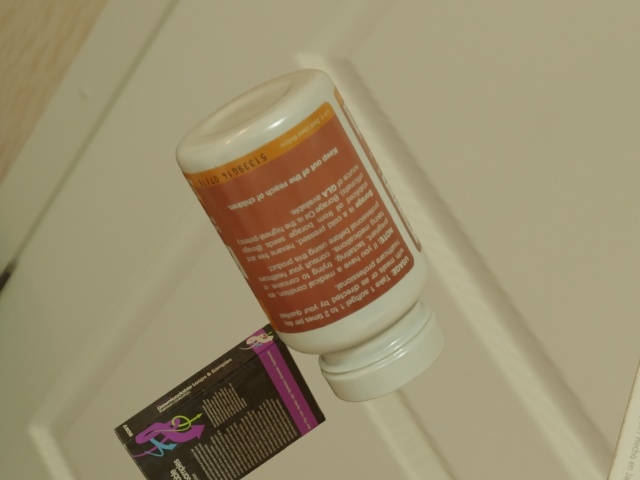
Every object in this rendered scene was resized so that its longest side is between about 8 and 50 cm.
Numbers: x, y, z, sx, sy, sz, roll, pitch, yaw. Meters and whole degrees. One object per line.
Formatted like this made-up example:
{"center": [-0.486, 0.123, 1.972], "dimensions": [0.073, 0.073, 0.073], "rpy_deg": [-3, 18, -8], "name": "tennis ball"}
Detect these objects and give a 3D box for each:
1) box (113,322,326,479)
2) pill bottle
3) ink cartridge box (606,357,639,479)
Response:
{"center": [-0.085, 0.158, 1.292], "dimensions": [0.162, 0.116, 0.029], "rpy_deg": [-34, 41, -11], "name": "box"}
{"center": [0.000, 0.000, 1.044], "dimensions": [0.216, 0.121, 0.121], "rpy_deg": [61, 37, -17], "name": "pill bottle"}
{"center": [0.180, 0.194, 0.687], "dimensions": [0.261, 0.066, 0.296], "rpy_deg": [59, 44, -46], "name": "ink cartridge box"}
